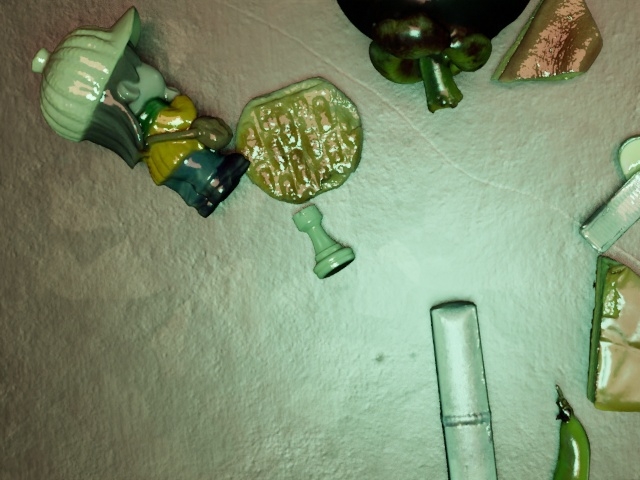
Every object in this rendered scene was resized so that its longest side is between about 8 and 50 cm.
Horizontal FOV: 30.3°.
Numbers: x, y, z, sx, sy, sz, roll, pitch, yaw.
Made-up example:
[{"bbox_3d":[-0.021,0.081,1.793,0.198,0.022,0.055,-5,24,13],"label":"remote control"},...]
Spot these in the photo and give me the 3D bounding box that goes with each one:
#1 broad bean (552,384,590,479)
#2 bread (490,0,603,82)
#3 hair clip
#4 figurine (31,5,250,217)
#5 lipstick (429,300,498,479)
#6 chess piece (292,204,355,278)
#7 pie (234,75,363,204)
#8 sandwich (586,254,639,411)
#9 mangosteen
[{"bbox_3d":[0.356,0.378,1.728,0.075,0.067,0.325,8,84,2],"label":"broad bean"},{"bbox_3d":[0.343,-0.285,1.704,0.119,0.067,0.192,34,94,11],"label":"bread"},{"bbox_3d":[0.474,-0.065,1.702,0.159,0.071,0.218,43,101,-3],"label":"hair clip"},{"bbox_3d":[-0.269,-0.169,1.710,0.204,0.185,0.332,-33,84,-29],"label":"figurine"},{"bbox_3d":[0.211,0.233,1.733,0.076,0.077,0.290,-6,91,6],"label":"lipstick"},{"bbox_3d":[0.000,0.000,1.753,0.067,0.067,0.103,-33,80,6],"label":"chess piece"},{"bbox_3d":[-0.030,-0.145,1.756,0.195,0.046,0.195,0,91,6],"label":"pie"},{"bbox_3d":[0.483,0.135,1.690,0.186,0.108,0.220,3,90,5],"label":"sandwich"},{"bbox_3d":[0.143,-0.367,1.599,0.297,0.297,0.313,31,56,3],"label":"mangosteen"}]
